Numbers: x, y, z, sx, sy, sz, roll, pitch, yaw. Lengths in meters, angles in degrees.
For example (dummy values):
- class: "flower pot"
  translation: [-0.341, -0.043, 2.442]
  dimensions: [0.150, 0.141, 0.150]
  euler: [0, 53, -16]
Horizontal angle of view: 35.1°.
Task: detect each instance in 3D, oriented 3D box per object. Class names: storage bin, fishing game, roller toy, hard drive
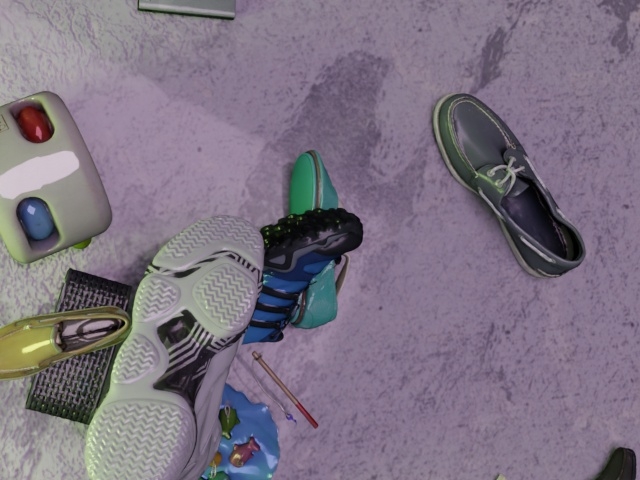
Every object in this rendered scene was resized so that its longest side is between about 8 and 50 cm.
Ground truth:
- class: "storage bin"
  translation: [-0.308, 0.134, 1.288]
  dimensions: [0.084, 0.122, 0.180]
  euler: [17, 82, -14]
- class: "fishing game"
  translation: [-0.145, 0.274, 1.338]
  dimensions: [0.264, 0.041, 0.189]
  euler: [-38, 98, 2]
- class: "roller toy"
  translation: [-0.359, -0.078, 1.252]
  dimensions: [0.146, 0.191, 0.209]
  euler: [-24, 93, -15]
- class: "hard drive"
  translation: [-0.184, -0.360, 1.409]
  dimensions: [0.135, 0.022, 0.094]
  euler: [2, 86, -16]

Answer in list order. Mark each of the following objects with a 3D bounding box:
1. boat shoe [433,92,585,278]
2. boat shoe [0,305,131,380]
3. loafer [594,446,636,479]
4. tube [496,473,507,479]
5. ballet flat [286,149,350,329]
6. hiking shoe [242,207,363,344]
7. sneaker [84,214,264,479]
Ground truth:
- class: "boat shoe"
  translation: [0.284, -0.086, 1.484]
  dimensions: [0.116, 0.099, 0.320]
  euler: [-35, 96, -15]
- class: "boat shoe"
  translation: [-0.316, 0.115, 1.185]
  dimensions: [0.189, 0.072, 0.068]
  euler: [-19, 91, -16]
- class: "loafer"
  translation: [0.420, 0.384, 1.513]
  dimensions: [0.061, 0.062, 0.170]
  euler: [27, 78, -8]
- class: "tube"
  translation: [0.324, 0.456, 1.485]
  dimensions: [0.240, 0.070, 0.062]
  euler: [44, 111, -6]
- class: "ballet flat"
  translation: [0.000, 0.000, 1.414]
  dimensions: [0.087, 0.083, 0.248]
  euler: [5, 88, -30]
- class: "hiking shoe"
  translation: [-0.065, 0.062, 1.345]
  dimensions: [0.304, 0.113, 0.132]
  euler: [-27, 110, 15]
- class: "sneaker"
  translation: [-0.169, 0.155, 1.241]
  dimensions: [0.137, 0.210, 0.366]
  euler: [19, 66, 5]
